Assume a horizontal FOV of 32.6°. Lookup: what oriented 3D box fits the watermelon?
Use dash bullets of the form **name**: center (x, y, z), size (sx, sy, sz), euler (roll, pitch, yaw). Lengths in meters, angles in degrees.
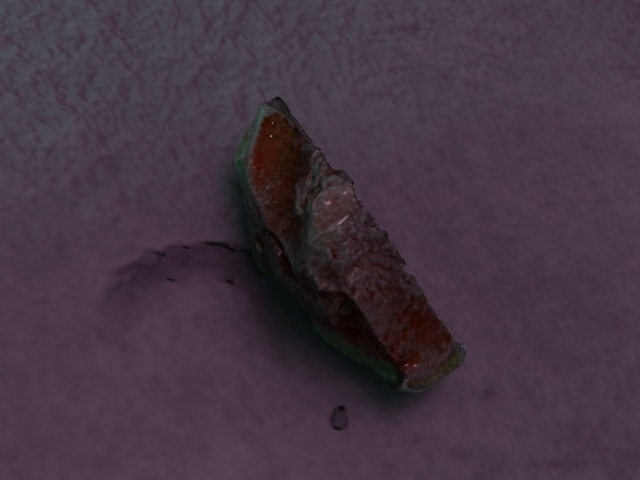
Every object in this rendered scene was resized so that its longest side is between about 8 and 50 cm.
- **watermelon**: center (0.000, 0.000, 0.574), size (0.071, 0.139, 0.187), euler (-35, 76, -3)
